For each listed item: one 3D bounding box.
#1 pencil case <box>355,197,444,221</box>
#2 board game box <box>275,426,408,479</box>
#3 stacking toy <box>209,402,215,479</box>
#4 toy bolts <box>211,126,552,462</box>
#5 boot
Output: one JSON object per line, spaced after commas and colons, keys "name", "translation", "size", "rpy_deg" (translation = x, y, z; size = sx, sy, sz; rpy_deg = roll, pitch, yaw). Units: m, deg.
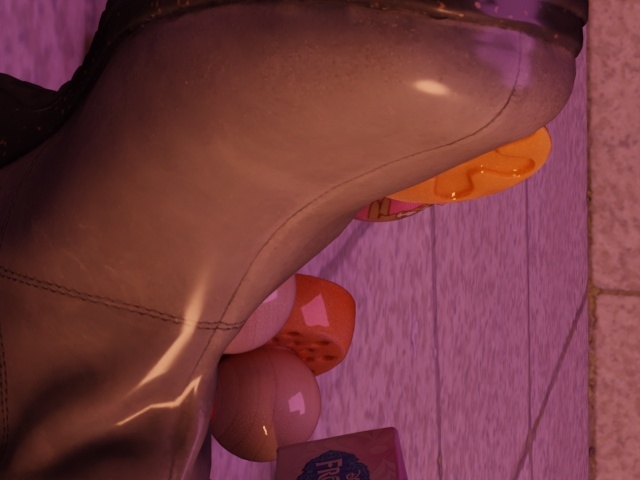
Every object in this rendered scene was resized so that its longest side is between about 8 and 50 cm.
{"name": "pencil case", "translation": [0.006, -0.154, 1.013], "size": [0.386, 0.160, 0.167], "rpy_deg": [64, 21, -63]}
{"name": "board game box", "translation": [0.038, 0.288, 0.864], "size": [0.318, 0.065, 0.319], "rpy_deg": [-89, 167, -72]}
{"name": "stacking toy", "translation": [-0.079, 0.185, 0.850], "size": [0.141, 0.141, 0.330], "rpy_deg": [-38, 122, -71]}
{"name": "toy bolts", "translation": [0.000, 0.000, 0.948], "size": [0.228, 0.218, 0.159], "rpy_deg": [48, 32, -59]}
{"name": "boot", "translation": [-0.045, 0.048, 0.603], "size": [0.118, 0.338, 0.223], "rpy_deg": [12, 74, -32]}
